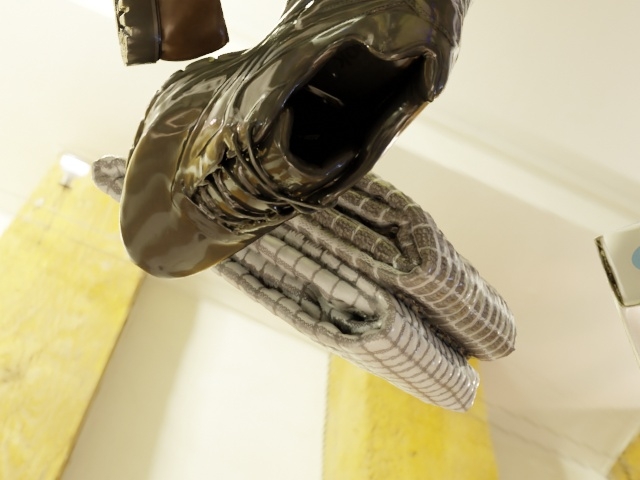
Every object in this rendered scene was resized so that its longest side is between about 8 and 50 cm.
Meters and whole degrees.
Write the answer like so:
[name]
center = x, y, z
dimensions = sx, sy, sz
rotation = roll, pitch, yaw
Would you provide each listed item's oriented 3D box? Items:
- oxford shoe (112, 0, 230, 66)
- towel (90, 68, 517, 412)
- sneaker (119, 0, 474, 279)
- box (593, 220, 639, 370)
[oxford shoe]
center = -0.097, -0.234, 0.780
dimensions = 0.096, 0.227, 0.083
rotation = -6, -170, -13
[towel]
center = 0.000, 0.000, 0.886
dimensions = 0.284, 0.121, 0.235
rotation = 34, 179, 28
[sneaker]
center = -0.030, -0.058, 0.657
dimensions = 0.109, 0.286, 0.130
rotation = 32, -144, -20
[box]
center = 0.190, 0.031, 0.330
dimensions = 0.038, 0.186, 0.145
rotation = -94, -21, -56
